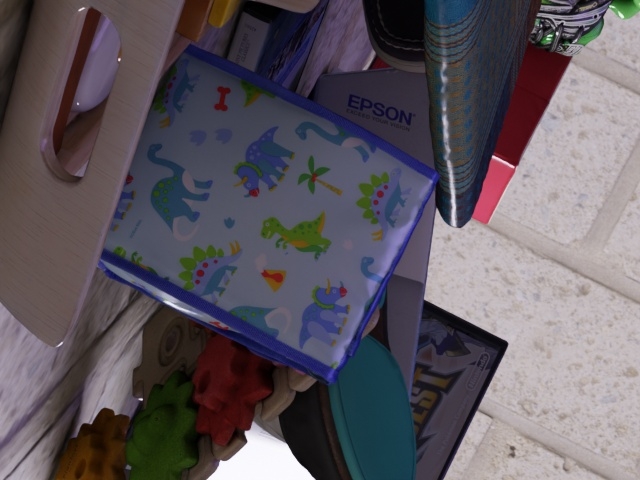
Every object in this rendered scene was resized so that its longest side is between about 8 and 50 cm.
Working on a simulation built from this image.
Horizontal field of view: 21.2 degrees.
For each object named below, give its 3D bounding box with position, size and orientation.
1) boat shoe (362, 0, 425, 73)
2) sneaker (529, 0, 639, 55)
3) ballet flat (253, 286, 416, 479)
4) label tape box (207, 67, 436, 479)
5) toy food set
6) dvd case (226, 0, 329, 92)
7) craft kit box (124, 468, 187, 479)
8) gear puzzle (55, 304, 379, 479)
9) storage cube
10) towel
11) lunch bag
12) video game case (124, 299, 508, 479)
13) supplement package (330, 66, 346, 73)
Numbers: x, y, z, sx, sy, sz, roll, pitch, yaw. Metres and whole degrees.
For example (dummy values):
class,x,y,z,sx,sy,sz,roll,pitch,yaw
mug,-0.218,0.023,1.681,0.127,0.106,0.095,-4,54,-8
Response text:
class,x,y,z,sx,sy,sz,roll,pitch,yaw
boat shoe,0.081,-0.253,1.111,0.092,0.103,0.285,40,65,-70
sneaker,0.227,-0.257,1.799,0.344,0.146,0.134,-23,-176,-25
ballet flat,0.001,0.061,1.054,0.096,0.095,0.280,-27,-134,30
label tape box,0.000,0.000,1.286,0.249,0.115,0.347,125,-23,-58
toy food set,-0.028,-0.122,0.704,0.306,0.092,0.219,-57,172,-51
dvd case,-0.042,-0.097,1.143,0.180,0.022,0.253,-60,174,-48
craft kit box,-0.034,0.238,1.148,0.250,0.247,0.061,-6,-132,58
gear puzzle,-0.085,0.069,1.057,0.339,0.044,0.175,-45,-144,36
storage cube,0.157,-0.162,1.943,0.183,0.193,0.215,-62,176,-20
towel,0.101,-0.201,0.936,0.370,0.040,0.271,80,28,-64
lunch bag,-0.030,-0.011,0.905,0.128,0.151,0.096,-63,167,-8
video game case,-0.014,0.149,1.410,0.275,0.248,0.035,-62,177,-14
supplement package,0.016,-0.011,1.544,0.244,0.139,0.134,-63,177,-3
